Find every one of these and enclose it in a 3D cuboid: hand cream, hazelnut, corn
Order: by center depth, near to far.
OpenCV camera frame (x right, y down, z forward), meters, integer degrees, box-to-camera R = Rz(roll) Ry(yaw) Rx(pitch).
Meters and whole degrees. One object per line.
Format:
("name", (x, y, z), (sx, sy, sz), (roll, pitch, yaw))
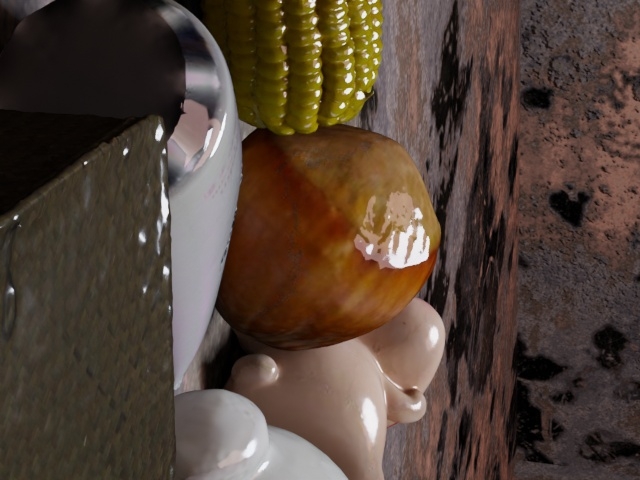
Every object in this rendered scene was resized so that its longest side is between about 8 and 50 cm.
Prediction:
("hand cream", (-0.090, -0.028, 0.918), (0.358, 0.118, 0.185), (72, 24, -76))
("corn", (-0.027, -0.233, 1.038), (0.131, 0.131, 0.344), (-64, 153, -55))
("hazelnut", (0.000, 0.000, 1.158), (0.182, 0.182, 0.182), (6, 90, -77))

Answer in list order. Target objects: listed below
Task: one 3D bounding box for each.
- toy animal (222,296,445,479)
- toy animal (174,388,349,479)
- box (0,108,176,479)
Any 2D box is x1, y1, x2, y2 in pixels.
("toy animal", (0.011, 0.105, 1.281), (0.197, 0.171, 0.171), (-61, 154, -53))
("toy animal", (-0.083, 0.256, 0.893), (0.367, 0.196, 0.241), (-68, 152, -53))
("box", (-0.163, 0.064, 0.563), (0.273, 0.143, 0.184), (-53, 147, -64))
